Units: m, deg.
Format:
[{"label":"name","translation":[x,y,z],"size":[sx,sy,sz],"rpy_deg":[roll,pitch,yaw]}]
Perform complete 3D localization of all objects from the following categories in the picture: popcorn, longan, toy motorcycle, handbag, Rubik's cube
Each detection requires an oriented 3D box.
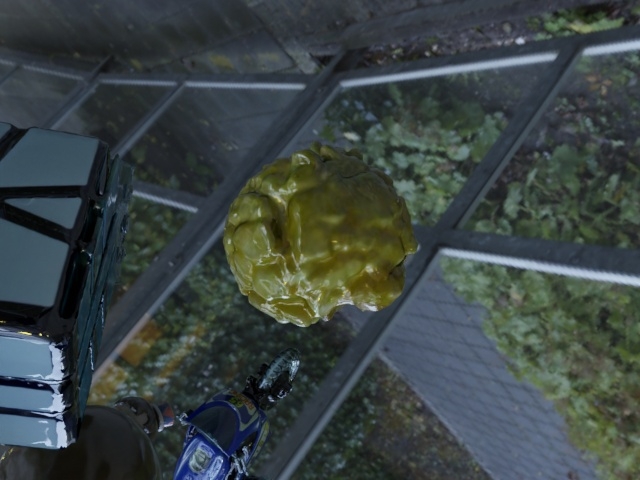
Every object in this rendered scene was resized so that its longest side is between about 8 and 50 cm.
[{"label":"popcorn","translation":[-0.006,-0.003,0.910],"size":[0.249,0.249,0.225],"rpy_deg":[44,151,-16]},{"label":"longan","translation":[-0.397,0.423,1.157],"size":[0.297,0.297,0.297],"rpy_deg":[33,160,14]},{"label":"toy motorcycle","translation":[-0.124,0.255,0.791],"size":[0.113,0.315,0.169],"rpy_deg":[33,-172,18]},{"label":"handbag","translation":[-0.386,-0.035,1.275],"size":[0.062,0.229,0.179],"rpy_deg":[8,178,3]},{"label":"Rubik's cube","translation":[-0.400,0.047,0.822],"size":[0.293,0.289,0.283],"rpy_deg":[6,139,-10]}]

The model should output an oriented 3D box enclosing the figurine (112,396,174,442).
[{"label":"figurine","translation":[-0.490,0.465,1.757],"size":[0.161,0.158,0.275],"rpy_deg":[33,-160,20]}]
